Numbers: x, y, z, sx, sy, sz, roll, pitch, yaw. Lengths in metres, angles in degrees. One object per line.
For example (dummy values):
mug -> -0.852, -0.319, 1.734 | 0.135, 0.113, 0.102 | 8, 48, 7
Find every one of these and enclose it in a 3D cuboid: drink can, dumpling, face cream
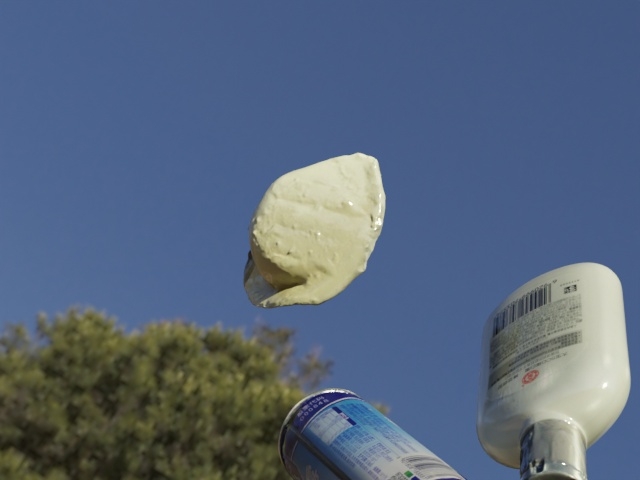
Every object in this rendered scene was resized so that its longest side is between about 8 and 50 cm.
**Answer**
drink can -> 0.049, 0.197, 1.161 | 0.097, 0.097, 0.235 | 53, -11, -24
dumpling -> -0.001, 0.000, 1.485 | 0.150, 0.176, 0.092 | 53, -17, 36
face cream -> 0.194, 0.124, 1.214 | 0.144, 0.291, 0.071 | -32, -71, 21
